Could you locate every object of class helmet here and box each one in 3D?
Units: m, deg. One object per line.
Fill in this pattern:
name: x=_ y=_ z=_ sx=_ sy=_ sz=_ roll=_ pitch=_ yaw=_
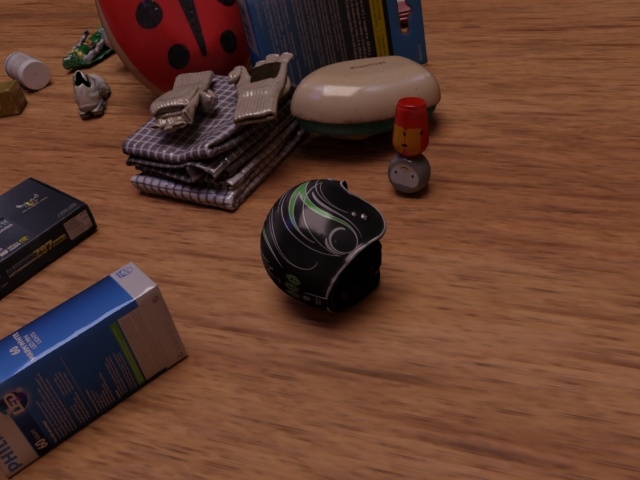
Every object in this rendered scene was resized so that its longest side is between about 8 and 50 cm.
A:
helmet: x=0.000 y=0.000 z=1.005 sx=0.169 sy=0.169 sz=0.161 roll=-36 pitch=60 yaw=-26

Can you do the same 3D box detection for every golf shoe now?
golf shoe: x=-0.504 y=-0.339 z=1.632 sx=0.069 sy=0.086 sz=0.176 roll=-19 pitch=37 yaw=-4

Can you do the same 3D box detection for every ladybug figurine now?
ladybug figurine: x=-0.285 y=-0.481 z=1.493 sx=0.305 sy=0.449 sz=0.162 roll=-24 pitch=1 yaw=-16

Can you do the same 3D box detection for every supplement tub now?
supplement tub: x=-0.696 y=-0.403 z=1.778 sx=0.071 sy=0.071 sz=0.107 roll=-35 pitch=43 yaw=-25

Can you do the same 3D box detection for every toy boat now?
toy boat: x=0.095 y=-0.202 z=1.255 sx=0.267 sy=0.148 sz=0.318 roll=-11 pitch=32 yaw=-15

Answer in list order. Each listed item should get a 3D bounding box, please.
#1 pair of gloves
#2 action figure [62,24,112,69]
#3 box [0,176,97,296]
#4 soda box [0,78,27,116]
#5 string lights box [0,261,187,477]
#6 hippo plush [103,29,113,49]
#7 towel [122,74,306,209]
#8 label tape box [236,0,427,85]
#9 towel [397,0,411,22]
pair of gloves: x=-0.171 y=-0.255 z=1.277 sx=0.240 sy=0.042 sz=0.204 roll=-4 pitch=37 yaw=16
action figure: x=-0.551 y=-0.489 z=1.855 sx=0.137 sy=0.063 sz=0.232 roll=17 pitch=50 yaw=28
box: x=-0.518 y=-0.003 z=1.240 sx=0.183 sy=0.059 sz=0.233 roll=21 pitch=49 yaw=37
soda box: x=-0.763 y=-0.311 z=1.689 sx=0.181 sy=0.061 sz=0.058 roll=-9 pitch=38 yaw=6
string lights box: x=-0.306 y=0.155 z=0.923 sx=0.260 sy=0.133 sz=0.077 roll=-33 pitch=43 yaw=-24
hippo plush: x=-0.367 y=-0.539 z=1.746 sx=0.236 sy=0.234 sz=0.294 roll=-8 pitch=42 yaw=-46
towel: x=-0.186 y=-0.192 z=1.329 sx=0.235 sy=0.121 sz=0.283 roll=13 pitch=45 yaw=31
label tape box: x=0.025 y=-0.415 z=1.449 sx=0.334 sy=0.240 sz=0.106 roll=-21 pitch=37 yaw=-11
towel: x=0.109 y=-0.575 z=1.789 sx=0.237 sy=0.037 sz=0.329 roll=-7 pitch=37 yaw=10
